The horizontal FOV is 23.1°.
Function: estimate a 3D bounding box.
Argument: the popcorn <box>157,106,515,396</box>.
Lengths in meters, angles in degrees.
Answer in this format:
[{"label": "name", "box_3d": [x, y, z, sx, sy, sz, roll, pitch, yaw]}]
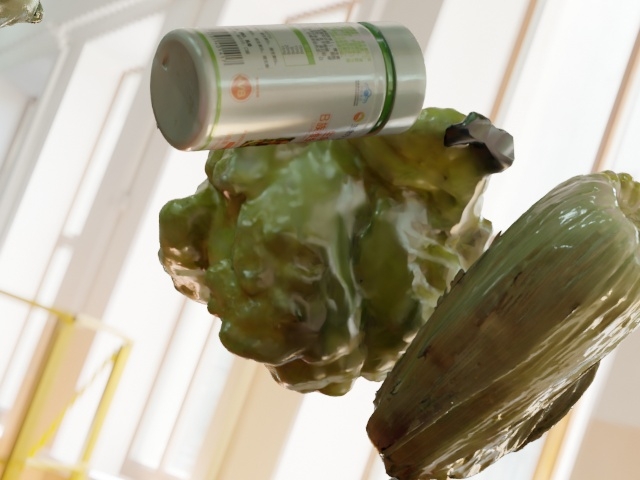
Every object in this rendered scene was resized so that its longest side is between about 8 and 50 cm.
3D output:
[{"label": "popcorn", "box_3d": [-0.003, -0.003, 1.315, 0.293, 0.293, 0.237, 26, 13, -32]}]

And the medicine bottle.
[{"label": "medicine bottle", "box_3d": [-0.022, -0.111, 1.107, 0.183, 0.086, 0.086, -7, 7, -32]}]

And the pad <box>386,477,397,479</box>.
[{"label": "pad", "box_3d": [0.074, 0.268, 1.310, 0.143, 0.003, 0.211, 43, 21, 15]}]

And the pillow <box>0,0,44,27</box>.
[{"label": "pillow", "box_3d": [-0.388, -0.216, 1.313, 0.075, 0.302, 0.185, 43, -31, 44]}]

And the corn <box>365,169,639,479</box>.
[{"label": "corn", "box_3d": [0.143, 0.072, 1.149, 0.122, 0.305, 0.123, 49, 41, 15]}]
